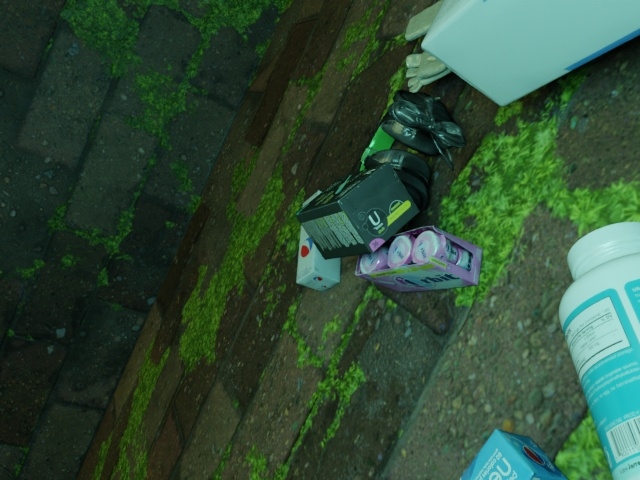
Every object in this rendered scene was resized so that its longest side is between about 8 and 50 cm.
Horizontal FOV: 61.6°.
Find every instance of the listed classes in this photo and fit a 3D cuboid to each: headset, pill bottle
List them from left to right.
[{"bbox_3d":[0.135,-0.171,0.971,0.243,0.185,0.394,-68,16,-2],"label":"headset"},{"bbox_3d":[0.312,0.112,0.488,0.146,0.146,0.264,-42,37,40],"label":"pill bottle"}]

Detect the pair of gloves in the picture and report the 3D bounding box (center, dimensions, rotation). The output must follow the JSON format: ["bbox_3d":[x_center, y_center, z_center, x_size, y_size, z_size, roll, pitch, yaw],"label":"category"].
[{"bbox_3d":[0.256,-0.407,1.048,0.204,0.042,0.240,-21,46,38],"label":"pair of gloves"}]

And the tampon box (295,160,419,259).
[{"bbox_3d":[0.057,-0.045,0.900,0.120,0.101,0.161,-40,14,-25],"label":"tampon box"}]

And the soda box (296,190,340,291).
[{"bbox_3d":[0.000,0.000,1.206,0.069,0.074,0.216,-35,42,46],"label":"soda box"}]

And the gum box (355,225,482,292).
[{"bbox_3d":[0.157,0.035,0.863,0.188,0.107,0.062,-16,57,56],"label":"gum box"}]

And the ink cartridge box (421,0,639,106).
[{"bbox_3d":[0.336,-0.418,0.701,0.394,0.166,0.285,-64,16,-16],"label":"ink cartridge box"}]

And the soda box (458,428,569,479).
[{"bbox_3d":[0.190,0.330,0.631,0.210,0.067,0.071,-60,28,13],"label":"soda box"}]
